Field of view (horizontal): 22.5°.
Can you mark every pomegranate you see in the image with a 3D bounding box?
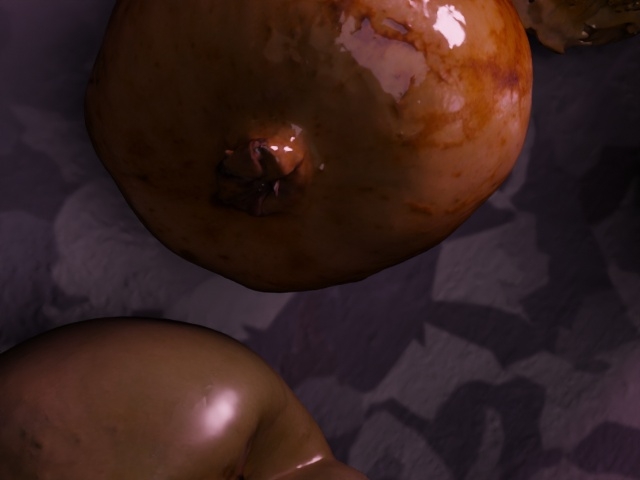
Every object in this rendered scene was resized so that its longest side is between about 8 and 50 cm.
[{"bbox_3d":[-0.007,-0.083,0.881,0.248,0.248,0.248,-1,93,-15],"label":"pomegranate"}]

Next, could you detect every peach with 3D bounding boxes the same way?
[{"bbox_3d":[-0.101,0.190,0.870,0.292,0.247,0.292,8,115,17],"label":"peach"}]

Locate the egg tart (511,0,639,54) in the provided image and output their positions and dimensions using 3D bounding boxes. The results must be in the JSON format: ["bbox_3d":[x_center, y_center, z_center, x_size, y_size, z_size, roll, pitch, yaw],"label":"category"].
[{"bbox_3d":[0.196,-0.245,0.940,0.294,0.116,0.295,-21,119,-43],"label":"egg tart"}]
